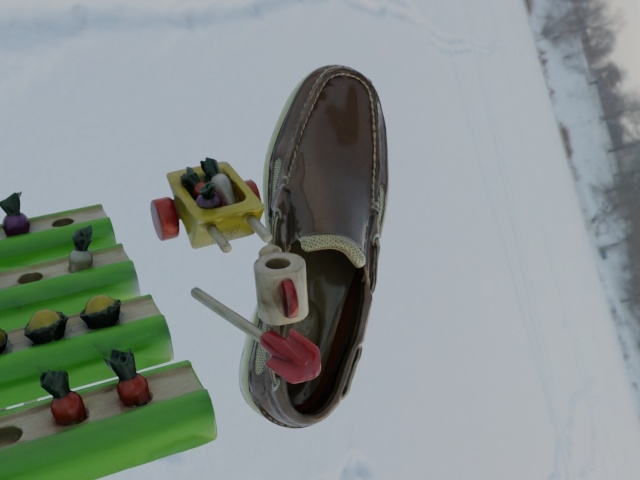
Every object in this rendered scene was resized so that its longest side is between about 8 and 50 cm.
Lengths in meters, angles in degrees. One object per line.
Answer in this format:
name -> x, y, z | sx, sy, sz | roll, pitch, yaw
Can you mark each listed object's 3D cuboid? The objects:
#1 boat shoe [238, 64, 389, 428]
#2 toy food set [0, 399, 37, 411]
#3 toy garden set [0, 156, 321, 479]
boat shoe -> 0.008, 0.001, 0.563 | 0.095, 0.095, 0.258 | 174, -77, -74
toy food set -> -0.403, 0.162, 0.895 | 0.132, 0.192, 0.039 | -96, -161, -50
toy garden set -> -0.099, 0.017, 0.432 | 0.244, 0.203, 0.049 | -138, -140, -56
